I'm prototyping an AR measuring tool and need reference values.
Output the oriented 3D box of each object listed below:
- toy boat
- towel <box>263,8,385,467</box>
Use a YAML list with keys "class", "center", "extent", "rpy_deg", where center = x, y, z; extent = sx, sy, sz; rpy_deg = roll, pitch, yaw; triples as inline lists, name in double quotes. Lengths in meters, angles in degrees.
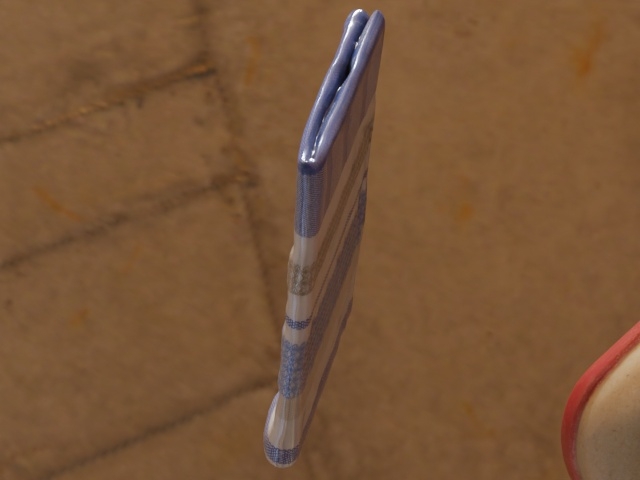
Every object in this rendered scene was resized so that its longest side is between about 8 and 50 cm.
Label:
- class: "toy boat"
  center: [0.242, 0.078, 1.122]
  extent: [0.231, 0.151, 0.151]
  rpy_deg: [-43, -75, -2]
- class: "towel"
  center: [0.000, 0.000, 1.340]
  extent: [0.034, 0.209, 0.285]
  rpy_deg: [12, -50, 7]
